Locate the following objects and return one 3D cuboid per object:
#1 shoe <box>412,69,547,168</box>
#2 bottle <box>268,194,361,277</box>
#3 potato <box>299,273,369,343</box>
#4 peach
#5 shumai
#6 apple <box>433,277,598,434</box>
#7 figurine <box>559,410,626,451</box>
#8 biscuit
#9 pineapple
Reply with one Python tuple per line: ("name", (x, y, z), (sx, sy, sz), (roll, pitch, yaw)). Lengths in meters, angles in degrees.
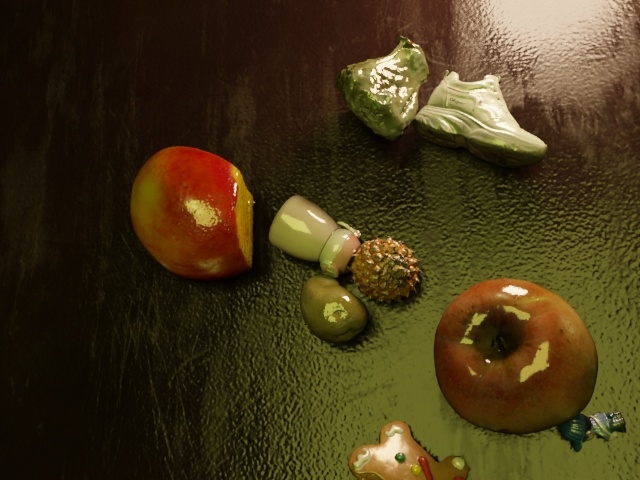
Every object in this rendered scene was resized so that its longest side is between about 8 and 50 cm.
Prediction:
("shoe", (0.422, -0.320, 1.752), (0.342, 0.132, 0.211), (24, 83, 23))
("bottle", (0.000, 0.000, 1.766), (0.236, 0.147, 0.147), (31, 83, 12))
("potato", (0.023, 0.162, 1.702), (0.157, 0.157, 0.194), (-37, 55, 2))
("peach", (-0.333, -0.063, 1.815), (0.380, 0.242, 0.306), (20, 75, 19))
("shumai", (0.178, -0.396, 1.767), (0.222, 0.225, 0.261), (-43, 30, 26))
("apple", (0.420, 0.249, 1.502), (0.338, 0.305, 0.338), (-9, 70, 26))
("figurine", (0.595, 0.406, 1.524), (0.136, 0.079, 0.077), (-23, 28, 12))
("biscuit", (0.243, 0.532, 1.527), (0.339, 0.047, 0.216), (35, 47, 28))
("pineapple", (0.171, 0.075, 1.664), (0.176, 0.137, 0.161), (42, 81, -14))
